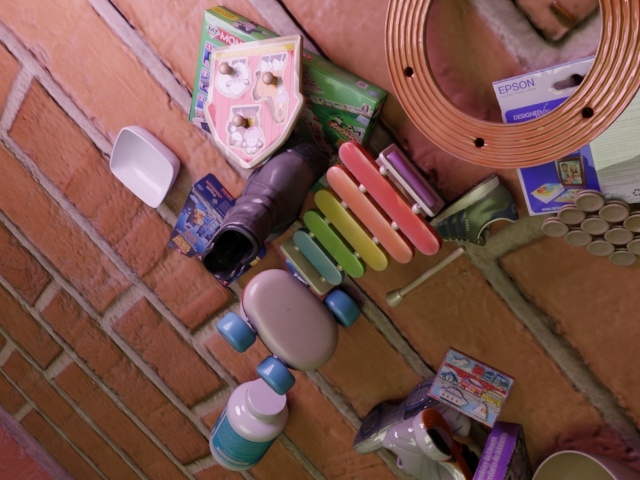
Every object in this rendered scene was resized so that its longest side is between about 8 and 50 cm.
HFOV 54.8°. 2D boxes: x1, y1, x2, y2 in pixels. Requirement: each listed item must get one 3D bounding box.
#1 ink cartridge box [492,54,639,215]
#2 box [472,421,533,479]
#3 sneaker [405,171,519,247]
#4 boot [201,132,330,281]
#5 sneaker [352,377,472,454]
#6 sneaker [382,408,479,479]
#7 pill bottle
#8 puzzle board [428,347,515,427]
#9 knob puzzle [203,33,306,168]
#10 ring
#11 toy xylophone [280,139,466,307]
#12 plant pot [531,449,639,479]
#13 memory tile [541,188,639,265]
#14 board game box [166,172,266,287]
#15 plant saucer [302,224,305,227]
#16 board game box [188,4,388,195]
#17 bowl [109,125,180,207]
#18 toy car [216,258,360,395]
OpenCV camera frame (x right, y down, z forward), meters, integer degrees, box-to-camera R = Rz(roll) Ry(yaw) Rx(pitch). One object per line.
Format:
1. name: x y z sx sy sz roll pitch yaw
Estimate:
1. ink cartridge box: 0.354 -0.141 0.806 0.206 0.045 0.208 -7 118 36
2. box: 0.353 0.521 1.163 0.057 0.201 0.293 -2 119 33
3. sneaker: 0.221 -0.020 0.961 0.086 0.064 0.192 51 130 -1
4. boot: -0.121 -0.024 1.022 0.118 0.223 0.338 35 154 0
5. sneaker: 0.175 0.390 1.253 0.129 0.111 0.297 44 134 -8
6. sneaker: 0.216 0.423 1.165 0.121 0.099 0.262 -25 112 28
7. pill bottle: -0.166 0.431 1.467 0.146 0.146 0.264 36 133 6
8. puzzle board: 0.274 0.268 1.125 0.128 0.011 0.096 25 90 16
9. knob puzzle: -0.109 -0.207 0.936 0.213 0.030 0.213 -1 89 31
10. ring: 0.235 -0.257 0.771 0.336 0.032 0.337 13 114 32
11. toy xylophone: 0.084 -0.009 0.967 0.236 0.081 0.323 44 137 6
12. plant pot: 0.509 0.507 1.040 0.190 0.284 0.284 9 135 -17
13. memory tile: 0.396 -0.016 0.851 0.148 0.012 0.113 23 148 -5
14. board game box: -0.221 -0.007 1.257 0.194 0.060 0.194 49 134 -7
15. plant saucer: 0.000 0.000 1.152 0.083 0.013 0.084 16 128 22
16. board game box: -0.066 -0.218 1.020 0.317 0.046 0.214 31 132 11
17. bowl: -0.345 -0.154 1.237 0.142 0.053 0.142 40 134 2
18. toy car: -0.082 0.155 1.224 0.210 0.219 0.238 49 163 -8
